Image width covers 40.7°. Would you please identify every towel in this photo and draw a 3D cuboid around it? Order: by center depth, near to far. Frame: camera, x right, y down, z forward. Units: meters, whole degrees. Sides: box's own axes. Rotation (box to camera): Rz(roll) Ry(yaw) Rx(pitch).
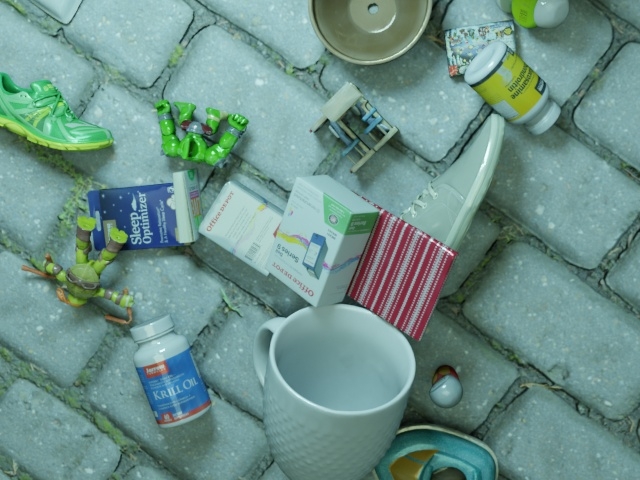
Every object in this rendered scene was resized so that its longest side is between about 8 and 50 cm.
[{"bbox_3d":[0.123,0.044,1.665,0.275,0.031,0.198,33,115,31],"label":"towel"}]

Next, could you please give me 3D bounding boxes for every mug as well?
[{"bbox_3d":[-0.010,0.308,1.726,0.374,0.276,0.328,41,139,32],"label":"mug"}]

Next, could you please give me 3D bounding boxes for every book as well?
[{"bbox_3d":[-0.271,-0.074,1.788,0.035,0.096,0.144,-5,98,11],"label":"book"}]

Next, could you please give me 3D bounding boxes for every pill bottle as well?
[{"bbox_3d":[0.374,-0.289,1.662,0.184,0.103,0.103,38,101,-18],"label":"pill bottle"},{"bbox_3d":[-0.324,0.275,1.830,0.124,0.124,0.221,-20,95,9],"label":"pill bottle"}]

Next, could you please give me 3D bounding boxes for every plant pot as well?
[{"bbox_3d":[0.098,-0.458,1.681,0.238,0.110,0.237,1,98,6],"label":"plant pot"}]

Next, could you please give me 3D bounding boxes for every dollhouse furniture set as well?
[{"bbox_3d":[0.060,-0.215,1.682,0.129,0.183,0.129,45,101,-1],"label":"dollhouse furniture set"}]

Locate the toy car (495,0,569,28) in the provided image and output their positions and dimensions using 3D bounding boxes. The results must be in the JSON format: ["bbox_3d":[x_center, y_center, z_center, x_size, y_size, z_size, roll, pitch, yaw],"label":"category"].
[{"bbox_3d":[0.428,-0.492,1.628,0.136,0.159,0.182,-12,124,-33],"label":"toy car"}]

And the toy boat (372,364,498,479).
[{"bbox_3d":[0.238,0.416,1.768,0.268,0.148,0.318,7,99,6],"label":"toy boat"}]

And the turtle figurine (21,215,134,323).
[{"bbox_3d":[-0.504,0.061,1.819,0.270,0.087,0.217,27,115,5],"label":"turtle figurine"}]

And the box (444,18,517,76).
[{"bbox_3d":[0.318,-0.379,1.706,0.137,0.027,0.093,-8,98,8],"label":"box"}]

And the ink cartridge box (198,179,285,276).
[{"bbox_3d":[-0.144,-0.028,1.790,0.175,0.072,0.127,34,100,2],"label":"ink cartridge box"}]

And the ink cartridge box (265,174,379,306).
[{"bbox_3d":[0.000,0.000,1.678,0.154,0.093,0.212,36,119,32],"label":"ink cartridge box"}]

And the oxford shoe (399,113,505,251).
[{"bbox_3d":[0.231,-0.050,1.699,0.130,0.169,0.449,27,105,4],"label":"oxford shoe"}]

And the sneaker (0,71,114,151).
[{"bbox_3d":[-0.569,-0.266,1.791,0.296,0.109,0.123,21,104,4],"label":"sneaker"}]

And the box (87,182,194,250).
[{"bbox_3d":[-0.388,-0.049,1.838,0.225,0.036,0.136,-5,98,9],"label":"box"}]

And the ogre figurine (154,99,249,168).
[{"bbox_3d":[-0.255,-0.217,1.768,0.197,0.097,0.118,14,88,-6],"label":"ogre figurine"}]

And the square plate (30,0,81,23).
[{"bbox_3d":[-0.585,-0.682,1.765,0.347,0.049,0.344,33,100,2],"label":"square plate"}]
